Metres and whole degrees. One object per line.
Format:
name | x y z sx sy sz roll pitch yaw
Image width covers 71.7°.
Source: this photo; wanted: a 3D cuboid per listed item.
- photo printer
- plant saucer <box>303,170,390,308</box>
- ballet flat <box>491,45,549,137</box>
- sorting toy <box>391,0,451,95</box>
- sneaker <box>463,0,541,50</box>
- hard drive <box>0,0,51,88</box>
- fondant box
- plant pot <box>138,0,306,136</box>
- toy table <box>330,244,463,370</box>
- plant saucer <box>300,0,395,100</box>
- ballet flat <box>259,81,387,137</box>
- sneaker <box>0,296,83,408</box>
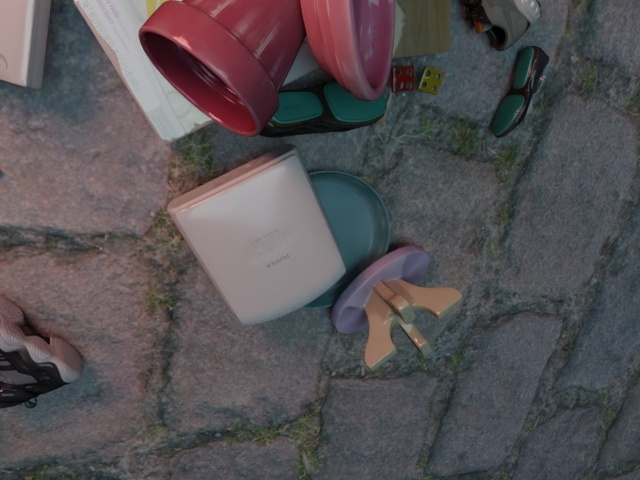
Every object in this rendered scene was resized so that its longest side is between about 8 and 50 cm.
photo printer | -0.102 0.008 0.849 0.256 0.107 0.307 -27 117 -8
plant saucer | 0.000 0.000 0.967 0.318 0.043 0.317 -7 113 -16
ballet flat | 0.450 -0.321 0.983 0.074 0.074 0.203 10 105 -23
sorting toy | 0.183 -0.420 0.858 0.133 0.046 0.274 -13 114 -14
sneaker | 0.315 -0.478 0.855 0.272 0.100 0.108 31 104 -28
hard drive | -0.474 -0.413 0.586 0.233 0.047 0.352 16 106 -3
fondant box | -0.178 -0.343 0.733 0.331 0.096 0.238 -30 118 -7
plant pot | -0.116 -0.281 0.629 0.201 0.201 0.180 41 79 -28
toy table | 0.173 0.151 0.995 0.274 0.161 0.252 -45 138 4
plant saucer | 0.046 -0.380 0.664 0.084 0.332 0.331 3 115 19
ballet flat | -0.007 -0.240 0.827 0.281 0.096 0.095 -13 84 -33
sneaker | -0.589 0.212 0.807 0.153 0.101 0.268 -40 121 -3
